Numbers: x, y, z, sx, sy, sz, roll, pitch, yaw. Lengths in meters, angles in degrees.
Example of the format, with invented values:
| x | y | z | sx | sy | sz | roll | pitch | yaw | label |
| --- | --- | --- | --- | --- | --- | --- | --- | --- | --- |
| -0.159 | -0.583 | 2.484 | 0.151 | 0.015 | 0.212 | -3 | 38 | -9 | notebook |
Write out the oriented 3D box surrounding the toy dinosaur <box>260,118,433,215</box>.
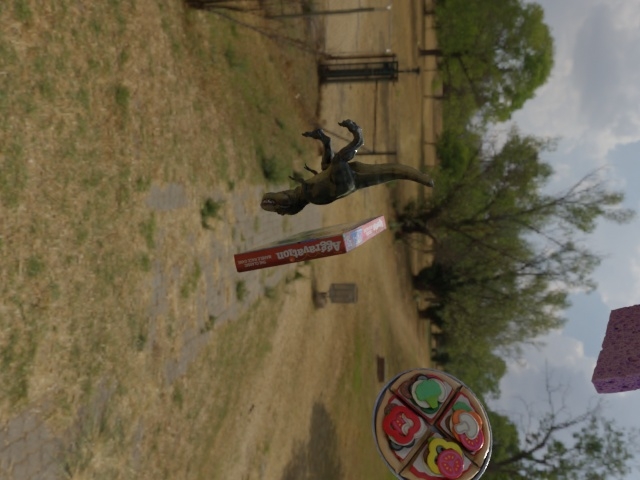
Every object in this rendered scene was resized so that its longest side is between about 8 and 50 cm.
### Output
| x | y | z | sx | sy | sz | roll | pitch | yaw | label |
| --- | --- | --- | --- | --- | --- | --- | --- | --- | --- |
| 0.028 | -0.110 | 0.857 | 0.064 | 0.268 | 0.118 | -25 | 103 | -60 | toy dinosaur |

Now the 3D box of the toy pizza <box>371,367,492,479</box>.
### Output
| x | y | z | sx | sy | sz | roll | pitch | yaw | label |
| --- | --- | --- | --- | --- | --- | --- | --- | --- | --- |
| 0.181 | 0.297 | 0.938 | 0.032 | 0.201 | 0.201 | 108 | -10 | -56 | toy pizza |

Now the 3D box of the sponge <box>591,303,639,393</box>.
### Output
| x | y | z | sx | sy | sz | roll | pitch | yaw | label |
| --- | --- | --- | --- | --- | --- | --- | --- | --- | --- |
| 0.503 | 0.158 | 0.920 | 0.031 | 0.117 | 0.210 | 58 | 42 | -8 | sponge |

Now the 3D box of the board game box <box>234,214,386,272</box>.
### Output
| x | y | z | sx | sy | sz | roll | pitch | yaw | label |
| --- | --- | --- | --- | --- | --- | --- | --- | --- | --- |
| 0.000 | 0.000 | 0.840 | 0.281 | 0.145 | 0.027 | -23 | 100 | -72 | board game box |
